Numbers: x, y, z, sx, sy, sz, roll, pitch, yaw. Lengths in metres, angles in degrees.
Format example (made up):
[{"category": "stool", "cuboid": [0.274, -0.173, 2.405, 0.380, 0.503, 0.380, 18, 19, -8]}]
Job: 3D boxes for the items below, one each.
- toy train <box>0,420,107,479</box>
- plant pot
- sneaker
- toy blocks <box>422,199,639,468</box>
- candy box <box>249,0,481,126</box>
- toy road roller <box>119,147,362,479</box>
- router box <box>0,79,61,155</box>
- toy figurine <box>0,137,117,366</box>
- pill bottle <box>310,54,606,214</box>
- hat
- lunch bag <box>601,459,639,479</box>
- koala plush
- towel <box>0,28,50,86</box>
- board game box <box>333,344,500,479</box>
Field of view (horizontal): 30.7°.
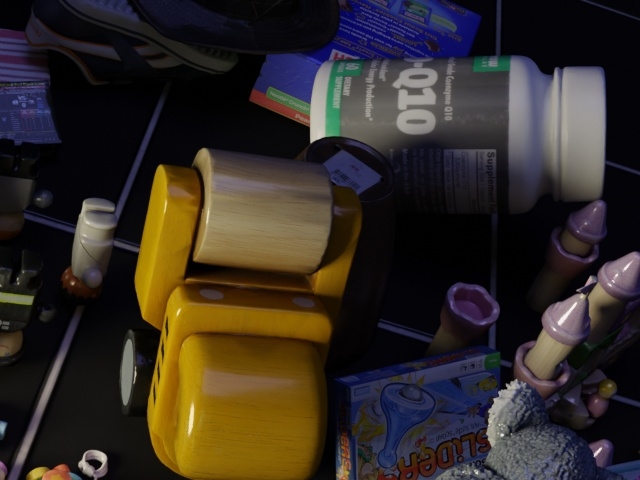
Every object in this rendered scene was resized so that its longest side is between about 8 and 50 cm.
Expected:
[{"category": "toy train", "cuboid": [-0.293, 0.212, 1.142, 0.166, 0.046, 0.125, 18, 42, -5]}, {"category": "plant pot", "cuboid": [0.000, 0.000, 1.354, 0.215, 0.230, 0.215, 12, 43, -12]}, {"category": "sneaker", "cuboid": [-0.265, -0.283, 1.628, 0.321, 0.127, 0.126, 16, 41, -45]}, {"category": "toy blocks", "cuboid": [0.338, 0.106, 1.370, 0.288, 0.260, 0.309, -25, 60, -41]}, {"category": "candy box", "cuboid": [0.077, -0.278, 1.759, 0.268, 0.122, 0.317, 25, 40, 0]}, {"category": "toy road roller", "cuboid": [-0.072, 0.094, 1.157, 0.202, 0.329, 0.240, 6, 22, -19]}, {"category": "router box", "cuboid": [-0.393, -0.150, 1.458, 0.122, 0.038, 0.092, -6, 70, -26]}, {"category": "toy figurine", "cuboid": [-0.342, 0.012, 1.265, 0.213, 0.148, 0.209, 33, 37, 15]}, {"category": "pill bottle", "cuboid": [0.179, -0.135, 1.506, 0.361, 0.204, 0.204, 0, 41, 10]}, {"category": "hat", "cuboid": [-0.110, -0.394, 1.607, 0.331, 0.134, 0.331, 13, 48, -14]}, {"category": "lunch bag", "cuboid": [0.384, 0.335, 1.243, 0.279, 0.108, 0.224, -1, 58, -27]}, {"category": "koala plush", "cuboid": [0.185, 0.260, 1.134, 0.221, 0.203, 0.196, -37, 67, -15]}, {"category": "towel", "cuboid": [-0.431, -0.213, 1.542, 0.144, 0.029, 0.197, 3, 48, -21]}, {"category": "board game box", "cuboid": [0.108, 0.199, 1.271, 0.201, 0.136, 0.035, -10, 15, -31]}]
